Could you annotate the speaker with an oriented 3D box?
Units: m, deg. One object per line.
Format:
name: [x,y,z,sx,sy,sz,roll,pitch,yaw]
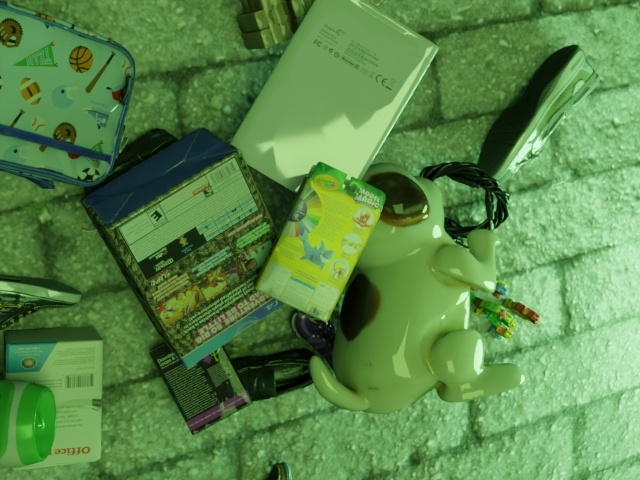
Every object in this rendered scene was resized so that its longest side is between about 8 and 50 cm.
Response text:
speaker: [-0.547,0.267,1.333,0.296,0.131,0.131,0,101,1]

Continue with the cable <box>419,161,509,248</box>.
cable: [0.260,-0.074,1.698,0.184,0.047,0.150,42,119,-13]

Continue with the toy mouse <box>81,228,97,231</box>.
toy mouse: [-0.306,-0.050,1.488,0.161,0.031,0.143,-2,100,-24]

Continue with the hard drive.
hard drive: [0.019,-0.225,1.467,0.210,0.040,0.319,31,90,-5]

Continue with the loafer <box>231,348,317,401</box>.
loafer: [-0.101,0.242,1.610,0.223,0.078,0.076,-12,105,-21]

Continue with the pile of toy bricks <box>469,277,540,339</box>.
pile of toy bricks: [0.334,0.134,1.771,0.212,0.105,0.118,37,84,-25]

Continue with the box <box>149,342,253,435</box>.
box: [-0.202,0.231,1.553,0.116,0.029,0.162,-27,92,-5]

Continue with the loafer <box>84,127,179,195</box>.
loafer: [-0.306,-0.121,1.462,0.170,0.061,0.062,-33,139,-18]

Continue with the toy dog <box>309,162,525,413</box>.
toy dog: [0.124,0.069,1.588,0.395,0.284,0.408,-11,94,-22]

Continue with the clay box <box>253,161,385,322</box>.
clay box: [0.000,0.000,1.423,0.127,0.053,0.222,26,93,-9]

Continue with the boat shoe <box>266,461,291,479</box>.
boat shoe: [-0.105,0.488,1.662,0.066,0.066,0.183,16,93,-25]

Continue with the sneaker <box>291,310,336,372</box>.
sneaker: [0.016,0.182,1.656,0.068,0.071,0.170,-45,113,-10]

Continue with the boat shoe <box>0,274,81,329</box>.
boat shoe: [-0.472,0.101,1.428,0.183,0.065,0.083,10,98,-20]

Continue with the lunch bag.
lunch bag: [-0.417,-0.203,1.330,0.303,0.115,0.243,15,91,-44]

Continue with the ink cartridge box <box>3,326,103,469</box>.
ink cartridge box: [-0.428,0.249,1.459,0.148,0.086,0.203,0,100,-23]

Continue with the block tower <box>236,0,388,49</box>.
block tower: [0.026,-0.419,1.534,0.335,0.097,0.091,-26,110,-19]

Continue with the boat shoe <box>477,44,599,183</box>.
boat shoe: [0.417,-0.226,1.738,0.103,0.118,0.320,41,75,-21]

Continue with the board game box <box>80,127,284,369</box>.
board game box: [-0.198,0.011,1.455,0.232,0.141,0.291,-33,124,-16]
